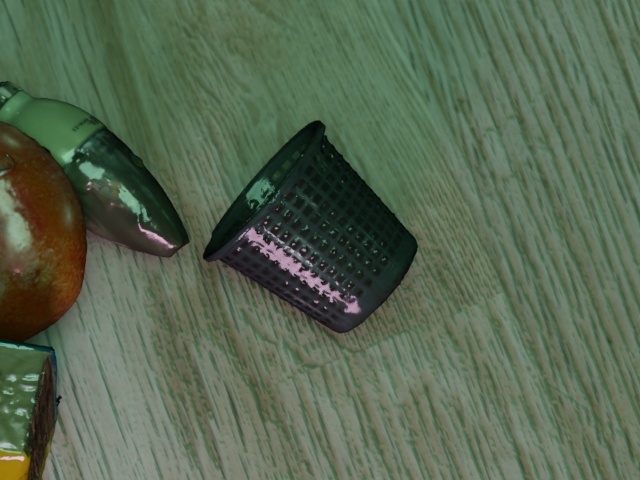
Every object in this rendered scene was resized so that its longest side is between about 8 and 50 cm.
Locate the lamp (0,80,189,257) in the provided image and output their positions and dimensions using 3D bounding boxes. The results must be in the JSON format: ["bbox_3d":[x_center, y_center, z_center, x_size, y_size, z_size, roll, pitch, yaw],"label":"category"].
[{"bbox_3d":[-0.231,-0.067,1.892,0.250,0.101,0.101,39,81,5],"label":"lamp"}]

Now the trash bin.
[{"bbox_3d":[0.000,0.000,1.877,0.161,0.175,0.175,41,81,-8],"label":"trash bin"}]

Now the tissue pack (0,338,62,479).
[{"bbox_3d":[-0.384,0.165,1.795,0.271,0.192,0.134,9,62,-2],"label":"tissue pack"}]

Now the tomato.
[{"bbox_3d":[-0.341,0.003,1.835,0.237,0.095,0.236,3,101,16],"label":"tomato"}]
